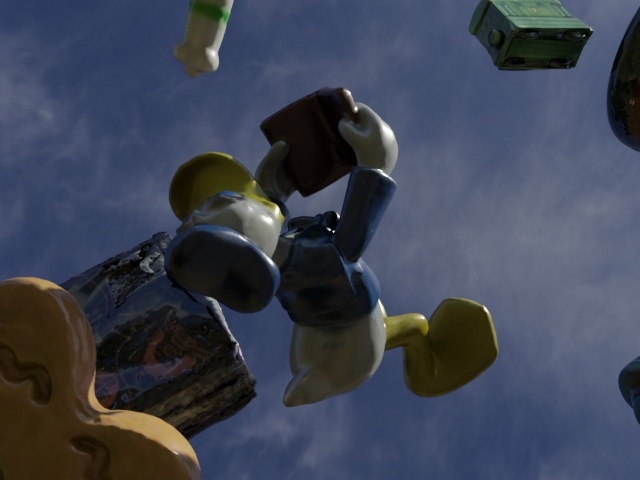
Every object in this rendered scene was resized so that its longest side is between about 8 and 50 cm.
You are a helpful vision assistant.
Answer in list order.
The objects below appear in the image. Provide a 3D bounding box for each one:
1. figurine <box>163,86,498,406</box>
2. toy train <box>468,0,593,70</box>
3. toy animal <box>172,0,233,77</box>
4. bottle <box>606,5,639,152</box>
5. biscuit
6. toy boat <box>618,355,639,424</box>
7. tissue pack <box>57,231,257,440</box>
[{"bbox_3d":[0.000,0.000,0.753,0.205,0.338,0.283,1,-93,30],"label":"figurine"},{"bbox_3d":[0.162,-0.160,0.695,0.093,0.056,0.038,-7,-42,-30],"label":"toy train"},{"bbox_3d":[-0.091,-0.383,1.049,0.181,0.180,0.363,42,-54,36],"label":"toy animal"},{"bbox_3d":[0.373,-0.077,0.596,0.336,0.144,0.144,29,-78,36],"label":"bottle"},{"bbox_3d":[-0.243,0.188,0.538,0.355,0.052,0.275,-37,-96,9],"label":"biscuit"},{"bbox_3d":[0.507,0.264,1.175,0.092,0.299,0.134,-36,-46,-25],"label":"toy boat"},{"bbox_3d":[-0.252,0.145,0.933,0.332,0.245,0.123,-29,-48,-9],"label":"tissue pack"}]
